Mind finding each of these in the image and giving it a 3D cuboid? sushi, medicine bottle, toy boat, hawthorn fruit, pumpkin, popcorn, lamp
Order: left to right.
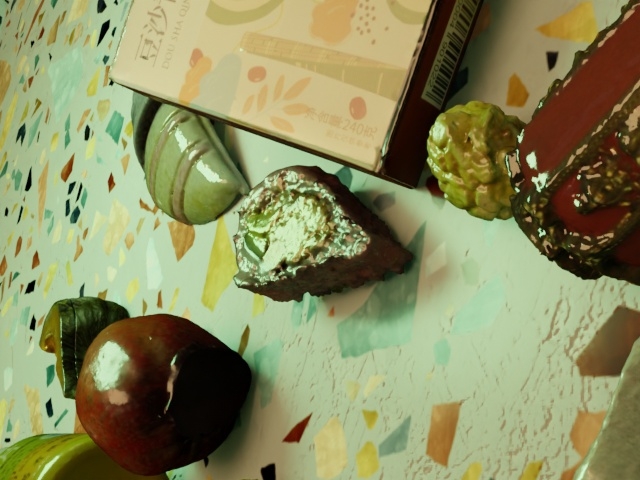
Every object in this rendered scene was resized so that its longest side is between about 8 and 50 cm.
[{"bbox_3d":[-0.395,0.400,1.397,0.384,0.224,0.225,-16,63,53],"label":"medicine bottle"},{"bbox_3d":[-0.386,0.169,1.574,0.248,0.130,0.126,31,101,54],"label":"pumpkin"},{"bbox_3d":[-0.225,0.191,1.248,0.249,0.215,0.215,33,103,44],"label":"hawthorn fruit"},{"bbox_3d":[-0.232,-0.147,1.518,0.276,0.111,0.294,-40,55,49],"label":"toy boat"},{"bbox_3d":[-0.001,-0.018,1.117,0.241,0.107,0.161,-20,60,41],"label":"sushi"},{"bbox_3d":[0.164,-0.079,0.905,0.120,0.106,0.116,41,145,40],"label":"popcorn"},{"bbox_3d":[0.267,-0.092,0.713,0.274,0.177,0.177,-53,38,27],"label":"lamp"}]

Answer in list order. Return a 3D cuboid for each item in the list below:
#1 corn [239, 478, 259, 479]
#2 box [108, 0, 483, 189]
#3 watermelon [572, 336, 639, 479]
[{"bbox_3d":[-0.142,0.399,1.120,0.305,0.122,0.123,-51,40,26],"label":"corn"},{"bbox_3d":[-0.016,-0.285,1.088,0.385,0.122,0.345,21,94,25],"label":"box"},{"bbox_3d":[0.254,0.147,0.538,0.387,0.258,0.228,-63,32,21],"label":"watermelon"}]
